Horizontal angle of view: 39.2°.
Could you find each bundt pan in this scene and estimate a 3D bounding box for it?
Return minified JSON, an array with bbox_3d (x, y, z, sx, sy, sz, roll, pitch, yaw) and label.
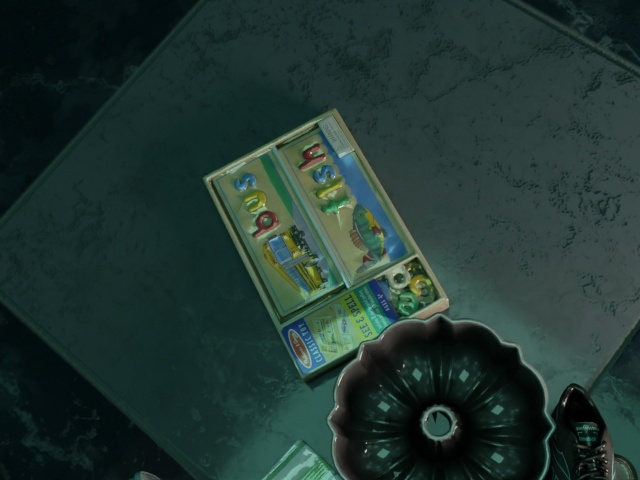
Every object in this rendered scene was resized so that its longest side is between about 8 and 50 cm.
[{"bbox_3d":[0.180,0.283,1.352,0.330,0.124,0.331,-3,70,9],"label":"bundt pan"}]

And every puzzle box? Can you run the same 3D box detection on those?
[{"bbox_3d":[0.000,0.000,1.521,0.272,0.052,0.409,-29,69,-1],"label":"puzzle box"}]

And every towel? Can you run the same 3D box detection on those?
[{"bbox_3d":[-0.017,0.398,1.395,0.152,0.023,0.113,41,82,20],"label":"towel"}]

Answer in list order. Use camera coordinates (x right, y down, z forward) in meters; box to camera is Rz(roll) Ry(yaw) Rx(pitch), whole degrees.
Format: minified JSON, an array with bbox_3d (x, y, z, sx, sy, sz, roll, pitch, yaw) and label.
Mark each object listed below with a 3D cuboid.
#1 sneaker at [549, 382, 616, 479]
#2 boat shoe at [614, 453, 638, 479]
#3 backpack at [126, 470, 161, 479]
[{"bbox_3d":[0.360,0.319,1.247,0.101,0.106,0.267,-2,40,4],"label":"sneaker"},{"bbox_3d":[0.332,0.430,1.288,0.335,0.095,0.112,-40,69,-6],"label":"boat shoe"},{"bbox_3d":[-0.222,0.455,1.299,0.191,0.225,0.253,-36,71,-6],"label":"backpack"}]
